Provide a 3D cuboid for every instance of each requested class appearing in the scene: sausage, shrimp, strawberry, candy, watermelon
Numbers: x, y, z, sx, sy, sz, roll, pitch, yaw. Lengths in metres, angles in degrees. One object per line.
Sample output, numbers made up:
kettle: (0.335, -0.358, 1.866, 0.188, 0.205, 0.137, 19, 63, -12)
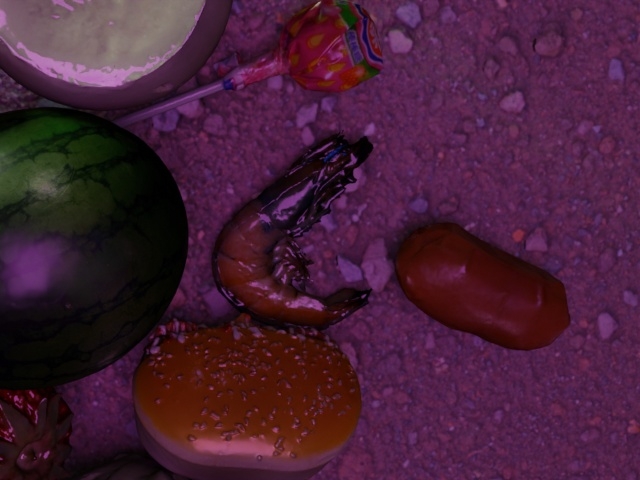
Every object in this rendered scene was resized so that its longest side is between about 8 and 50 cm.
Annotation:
sausage: (0.217, 0.066, 1.748, 0.258, 0.133, 0.133, 24, 99, -19)
shrimp: (0.000, 0.000, 1.725, 0.222, 0.054, 0.290, 39, 98, -16)
strawberry: (-0.441, 0.248, 1.628, 0.245, 0.205, 0.205, 9, 107, 32)
candy: (-0.101, -0.203, 1.637, 0.366, 0.124, 0.124, -21, 107, 2)
watermelon: (-0.333, 0.008, 1.512, 0.363, 0.363, 0.363, -2, 104, -10)

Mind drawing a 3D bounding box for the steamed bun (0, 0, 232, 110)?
steamed bun: (-0.262, -0.311, 1.516, 0.324, 0.206, 0.324, -1, 95, -8)

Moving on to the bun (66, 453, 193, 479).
bun: (-0.243, 0.372, 1.701, 0.293, 0.293, 0.187, 9, 65, -13)

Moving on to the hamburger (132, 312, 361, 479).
hamburger: (-0.097, 0.205, 1.674, 0.295, 0.227, 0.151, 7, 131, -15)
